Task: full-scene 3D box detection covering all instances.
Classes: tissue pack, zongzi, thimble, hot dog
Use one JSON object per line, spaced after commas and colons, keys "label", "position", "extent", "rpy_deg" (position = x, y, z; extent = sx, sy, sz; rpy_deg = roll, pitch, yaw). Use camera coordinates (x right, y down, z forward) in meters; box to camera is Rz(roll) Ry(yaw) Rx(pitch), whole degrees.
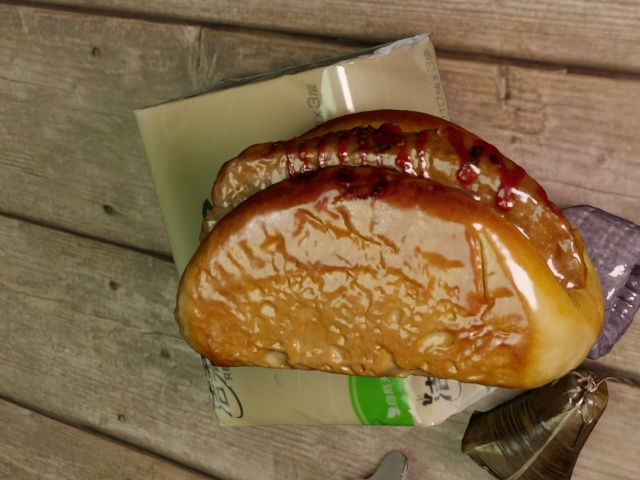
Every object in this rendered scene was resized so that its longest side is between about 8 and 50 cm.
{"label": "tissue pack", "position": [0.000, 0.000, 1.392], "extent": [0.331, 0.205, 0.405], "rpy_deg": [-7, 102, 40]}
{"label": "zongzi", "position": [0.279, 0.239, 1.358], "extent": [0.187, 0.084, 0.184], "rpy_deg": [-35, 98, 36]}
{"label": "thimble", "position": [0.271, 0.039, 1.236], "extent": [0.097, 0.150, 0.150], "rpy_deg": [28, 122, 26]}
{"label": "hot dog", "position": [0.055, -0.001, 1.132], "extent": [0.405, 0.185, 0.223], "rpy_deg": [3, 108, 21]}

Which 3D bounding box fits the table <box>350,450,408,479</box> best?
{"label": "table", "position": [0.047, 0.370, 1.537], "extent": [0.198, 0.166, 0.166], "rpy_deg": [-41, 80, 32]}
